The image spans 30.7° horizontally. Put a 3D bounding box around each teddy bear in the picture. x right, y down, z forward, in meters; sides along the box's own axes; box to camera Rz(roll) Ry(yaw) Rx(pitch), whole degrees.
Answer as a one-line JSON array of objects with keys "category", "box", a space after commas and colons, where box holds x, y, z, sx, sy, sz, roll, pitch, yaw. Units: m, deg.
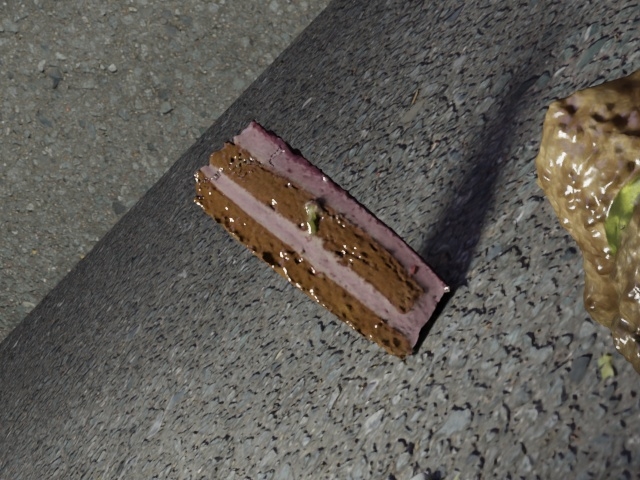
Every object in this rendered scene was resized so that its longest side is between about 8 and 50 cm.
[{"category": "teddy bear", "box": [0.280, -0.027, 0.838, 0.246, 0.222, 0.296, -50, -25, 26]}]

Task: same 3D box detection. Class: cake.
[{"category": "cake", "box": [0.000, 0.000, 1.243, 0.116, 0.295, 0.113, -50, -1, -3]}]

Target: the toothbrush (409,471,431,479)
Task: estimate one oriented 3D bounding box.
[{"category": "toothbrush", "box": [-0.001, 0.292, 1.065, 0.276, 0.025, 0.019, -44, 20, 22]}]
